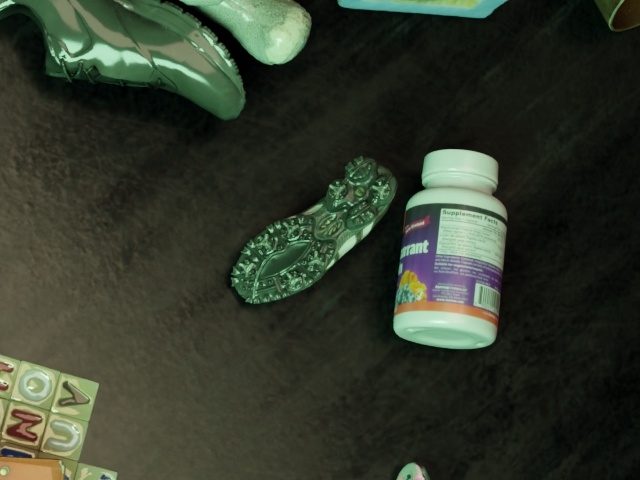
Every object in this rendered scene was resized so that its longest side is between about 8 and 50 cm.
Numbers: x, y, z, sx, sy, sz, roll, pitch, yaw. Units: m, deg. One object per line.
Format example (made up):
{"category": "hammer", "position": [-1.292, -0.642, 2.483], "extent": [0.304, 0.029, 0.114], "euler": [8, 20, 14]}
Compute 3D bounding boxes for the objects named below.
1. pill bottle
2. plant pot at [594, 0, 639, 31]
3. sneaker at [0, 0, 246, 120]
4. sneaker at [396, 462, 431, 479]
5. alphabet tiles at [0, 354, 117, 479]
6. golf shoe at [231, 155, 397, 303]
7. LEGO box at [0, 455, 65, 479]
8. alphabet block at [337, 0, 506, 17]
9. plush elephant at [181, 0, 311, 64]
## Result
{"category": "pill bottle", "position": [0.138, 0.008, 1.604], "extent": [0.108, 0.108, 0.193], "euler": [13, 73, -18]}
{"category": "plant pot", "position": [0.348, -0.394, 1.743], "extent": [0.215, 0.215, 0.230], "euler": [-28, 75, -24]}
{"category": "sneaker", "position": [-0.206, -0.196, 1.535], "extent": [0.286, 0.109, 0.130], "euler": [35, 78, -3]}
{"category": "sneaker", "position": [0.115, 0.283, 1.573], "extent": [0.057, 0.047, 0.119], "euler": [-9, 81, -45]}
{"category": "alphabet tiles", "position": [-0.293, 0.231, 1.441], "extent": [0.198, 0.009, 0.237], "euler": [18, 72, -16]}
{"category": "golf shoe", "position": [0.000, 0.000, 1.574], "extent": [0.198, 0.094, 0.077], "euler": [-36, 78, 1]}
{"category": "LEGO box", "position": [-0.419, 0.421, 1.241], "extent": [0.372, 0.193, 0.500], "euler": [6, 77, -20]}
{"category": "alphabet block", "position": [0.126, -0.366, 1.641], "extent": [0.192, 0.193, 0.197], "euler": [2, 77, -22]}
{"category": "plush elephant", "position": [-0.109, -0.387, 1.507], "extent": [0.330, 0.255, 0.272], "euler": [23, 56, -9]}
